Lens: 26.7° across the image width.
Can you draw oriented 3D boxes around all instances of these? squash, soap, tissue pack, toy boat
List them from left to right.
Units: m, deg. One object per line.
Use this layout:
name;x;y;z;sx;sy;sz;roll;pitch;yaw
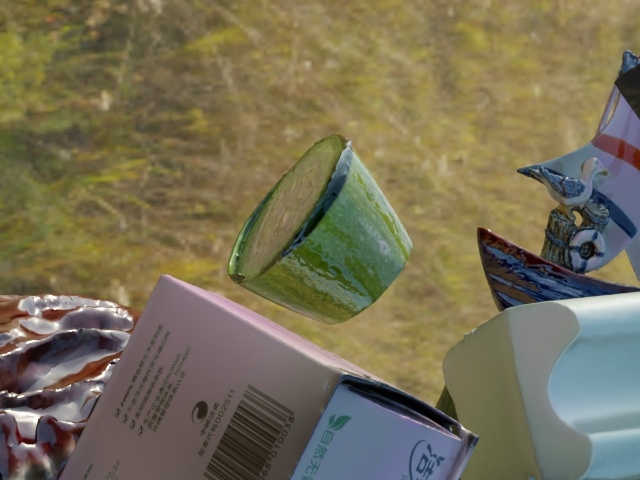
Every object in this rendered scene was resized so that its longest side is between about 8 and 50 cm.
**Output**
tissue pack;-0.058;0.154;0.591;0.092;0.148;0.246;27;88;-40
squash;0.000;0.000;1.253;0.123;0.170;0.170;44;38;-21
toy boat;0.301;-0.027;1.371;0.219;0.318;0.072;44;-10;-14
soap;0.275;0.095;0.879;0.208;0.347;0.115;122;-38;-74

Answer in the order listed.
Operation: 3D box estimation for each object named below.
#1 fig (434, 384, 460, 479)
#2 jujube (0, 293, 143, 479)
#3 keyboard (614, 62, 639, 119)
fig;0.188;0.236;1.541;0.245;0.195;0.195;68;20;0
jujube;-0.213;0.165;0.746;0.376;0.258;0.258;-14;103;-43
keyboard;0.288;-0.069;0.969;0.015;0.074;0.196;53;8;-53
